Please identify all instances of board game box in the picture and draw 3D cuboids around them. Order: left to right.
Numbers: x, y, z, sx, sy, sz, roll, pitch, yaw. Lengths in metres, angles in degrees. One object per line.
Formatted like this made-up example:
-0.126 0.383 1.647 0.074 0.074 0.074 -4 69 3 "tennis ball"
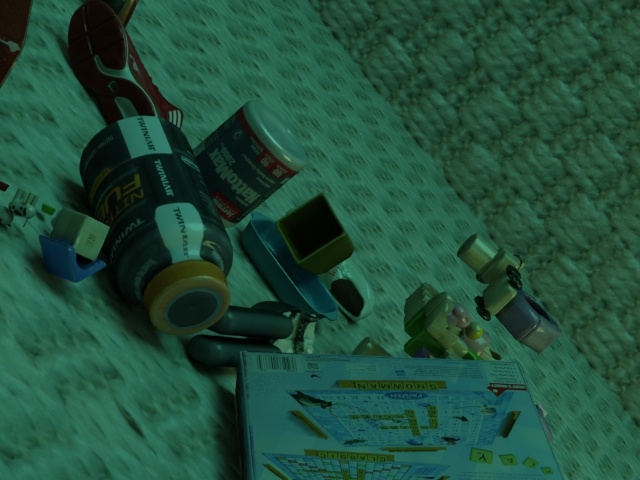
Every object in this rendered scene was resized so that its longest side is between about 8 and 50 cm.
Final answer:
0.079 0.230 1.372 0.319 0.065 0.318 3 29 -7 "board game box"

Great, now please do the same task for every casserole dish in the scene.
-0.047 0.043 1.861 0.188 0.037 0.114 54 16 11 "casserole dish"

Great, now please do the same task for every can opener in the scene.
-0.078 0.112 1.586 0.093 0.074 0.280 19 3 21 "can opener"

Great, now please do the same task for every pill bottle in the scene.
-0.172 -0.013 1.464 0.130 0.130 0.245 34 22 -45 "pill bottle"
-0.116 -0.079 1.680 0.108 0.180 0.108 45 17 -17 "pill bottle"

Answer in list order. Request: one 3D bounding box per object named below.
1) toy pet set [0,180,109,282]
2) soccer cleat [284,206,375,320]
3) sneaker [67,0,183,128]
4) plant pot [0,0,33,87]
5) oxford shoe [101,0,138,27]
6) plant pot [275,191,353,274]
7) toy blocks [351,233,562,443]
-0.265 0.000 1.354 0.114 0.065 0.122 18 -8 34 "toy pet set"
0.014 0.033 2.002 0.196 0.068 0.076 52 18 -3 "soccer cleat"
-0.259 -0.209 1.812 0.221 0.087 0.128 69 12 18 "sneaker"
-0.380 -0.146 1.004 0.236 0.267 0.267 30 23 -22 "plant pot"
-0.325 -0.390 2.032 0.098 0.096 0.271 21 23 -22 "oxford shoe"
0.000 0.000 1.884 0.081 0.081 0.083 60 5 33 "plant pot"
0.225 0.186 1.770 0.260 0.309 0.288 41 17 -10 "toy blocks"
